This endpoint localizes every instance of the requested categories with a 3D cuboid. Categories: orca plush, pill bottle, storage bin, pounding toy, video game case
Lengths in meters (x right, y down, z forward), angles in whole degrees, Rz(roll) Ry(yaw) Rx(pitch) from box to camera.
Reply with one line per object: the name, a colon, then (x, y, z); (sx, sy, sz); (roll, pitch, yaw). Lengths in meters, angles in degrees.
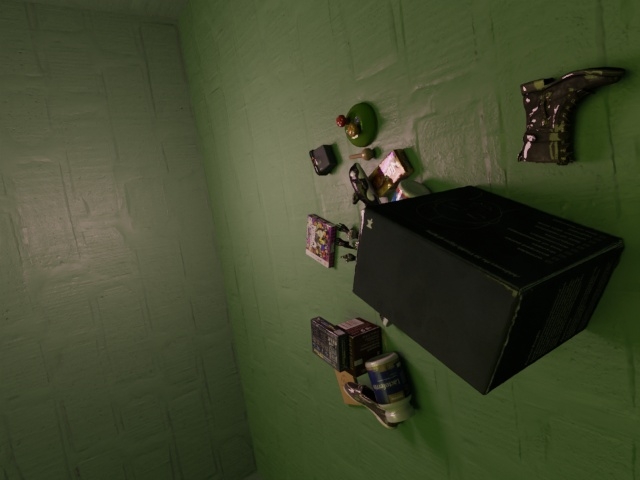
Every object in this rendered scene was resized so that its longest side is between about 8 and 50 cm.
orca plush: (0.184, -0.174, 1.676); (0.102, 0.151, 0.287); (-30, 104, 20)
pill bottle: (0.306, 0.637, 1.759); (0.153, 0.153, 0.264); (-33, 74, 55)
storage bin: (0.014, -0.390, 1.924); (0.091, 0.098, 0.135); (-29, 75, 45)
pounding toy: (0.137, -0.454, 1.695); (0.183, 0.110, 0.236); (17, 114, 53)
pill bottle: (0.315, -0.108, 1.527); (0.124, 0.124, 0.221); (51, 137, 34)
video game case: (0.000, 0.000, 2.109); (0.210, 0.042, 0.232); (31, 125, 47)

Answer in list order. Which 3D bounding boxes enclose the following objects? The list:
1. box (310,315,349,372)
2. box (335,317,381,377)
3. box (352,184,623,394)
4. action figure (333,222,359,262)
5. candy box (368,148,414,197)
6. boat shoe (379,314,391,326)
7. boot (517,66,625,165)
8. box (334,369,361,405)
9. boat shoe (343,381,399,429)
box: (0.041, 0.479, 1.882); (0.233, 0.059, 0.183); (18, 114, 55)
box: (0.172, 0.496, 1.897); (0.167, 0.169, 0.203); (12, 110, 55)
box: (0.425, 0.078, 1.107); (0.480, 0.472, 0.297); (36, 128, 47)
action figure: (0.156, 0.027, 1.798); (0.276, 0.141, 0.164); (34, 115, 49)
candy box: (0.276, -0.263, 1.601); (0.186, 0.053, 0.109); (-46, 63, 53)
boat shoe: (0.303, 0.272, 1.722); (0.076, 0.080, 0.228); (48, 144, 35)
boot: (0.633, -0.309, 1.039); (0.263, 0.091, 0.228); (11, 115, 59)
box: (0.149, 0.776, 2.159); (0.164, 0.021, 0.201); (-30, 76, 56)
boat shoe: (0.252, 0.759, 1.936); (0.335, 0.112, 0.095); (28, 105, 43)
